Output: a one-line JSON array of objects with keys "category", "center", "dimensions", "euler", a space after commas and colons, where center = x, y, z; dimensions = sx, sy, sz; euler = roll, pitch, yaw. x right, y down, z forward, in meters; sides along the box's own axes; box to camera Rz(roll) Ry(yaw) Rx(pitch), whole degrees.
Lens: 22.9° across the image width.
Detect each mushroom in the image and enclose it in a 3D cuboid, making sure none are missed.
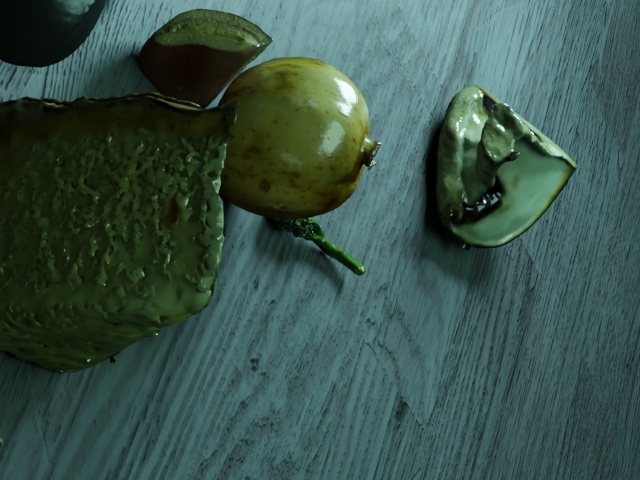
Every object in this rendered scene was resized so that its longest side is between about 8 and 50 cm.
[{"category": "mushroom", "center": [0.257, -0.116, 2.551], "dimensions": [0.217, 0.212, 0.292], "euler": [-48, 163, 9]}]

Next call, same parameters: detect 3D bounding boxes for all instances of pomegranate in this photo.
[{"category": "pomegranate", "center": [-0.031, -0.117, 1.932], "dimensions": [0.215, 0.215, 0.215], "euler": [10, 79, -60]}]

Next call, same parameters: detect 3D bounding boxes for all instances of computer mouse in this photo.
[{"category": "computer mouse", "center": [-0.267, -0.305, 1.610], "dimensions": [0.138, 0.086, 0.269], "euler": [21, 65, -13]}]

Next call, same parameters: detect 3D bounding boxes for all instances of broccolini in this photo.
[{"category": "broccolini", "center": [0.000, 0.000, 2.152], "dimensions": [0.051, 0.054, 0.239], "euler": [-50, 144, -2]}]

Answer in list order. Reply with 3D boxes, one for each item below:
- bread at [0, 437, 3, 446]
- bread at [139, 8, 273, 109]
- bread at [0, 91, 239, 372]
[{"category": "bread", "center": [-0.364, 0.059, 1.288], "dimensions": [0.167, 0.264, 0.163], "euler": [60, 40, -47]}, {"category": "bread", "center": [-0.145, -0.217, 1.845], "dimensions": [0.119, 0.192, 0.067], "euler": [28, 58, -19]}, {"category": "bread", "center": [-0.187, -0.003, 1.576], "dimensions": [0.279, 0.315, 0.248], "euler": [41, 54, -64]}]
